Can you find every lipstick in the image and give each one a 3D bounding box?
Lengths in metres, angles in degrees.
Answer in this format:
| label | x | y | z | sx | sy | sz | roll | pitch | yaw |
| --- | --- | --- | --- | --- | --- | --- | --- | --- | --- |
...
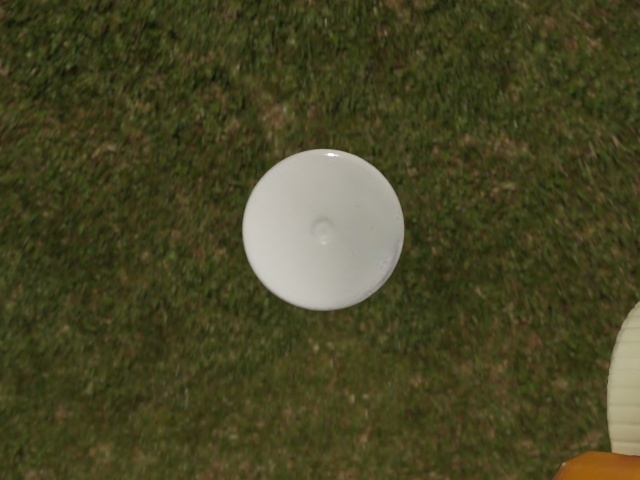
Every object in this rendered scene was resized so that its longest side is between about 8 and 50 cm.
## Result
| label | x | y | z | sx | sy | sz | roll | pitch | yaw |
| --- | --- | --- | --- | --- | --- | --- | --- | --- | --- |
| lipstick | 0.000 | 0.000 | 0.599 | 0.070 | 0.254 | 0.070 | 0 | 88 | -1 |

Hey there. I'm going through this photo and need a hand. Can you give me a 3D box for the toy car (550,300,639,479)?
| label | x | y | z | sx | sy | sz | roll | pitch | yaw |
| --- | --- | --- | --- | --- | --- | --- | --- | --- | --- |
| toy car | 0.236 | 0.135 | 0.675 | 0.145 | 0.235 | 0.235 | -6 | 128 | 50 |
